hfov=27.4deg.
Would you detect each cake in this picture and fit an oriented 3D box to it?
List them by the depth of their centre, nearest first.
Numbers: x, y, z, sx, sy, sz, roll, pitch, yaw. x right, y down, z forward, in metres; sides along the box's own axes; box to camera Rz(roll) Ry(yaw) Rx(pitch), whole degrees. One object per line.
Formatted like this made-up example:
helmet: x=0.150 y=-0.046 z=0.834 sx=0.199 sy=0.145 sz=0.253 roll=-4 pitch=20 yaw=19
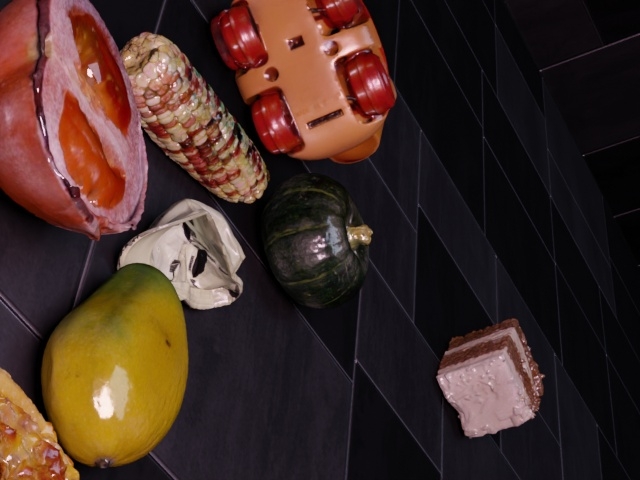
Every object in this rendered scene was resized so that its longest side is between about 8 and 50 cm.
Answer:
cake: x=0.266 y=0.216 z=2.029 sx=0.135 sy=0.134 sz=0.147 roll=65 pitch=16 yaw=-10

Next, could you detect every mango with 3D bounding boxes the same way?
mango: x=-0.169 y=0.109 z=1.152 sx=0.237 sy=0.091 sz=0.137 roll=-52 pitch=124 yaw=-65

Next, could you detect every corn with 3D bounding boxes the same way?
corn: x=-0.137 y=-0.123 z=1.421 sx=0.253 sy=0.086 sz=0.086 roll=49 pitch=31 yaw=-47

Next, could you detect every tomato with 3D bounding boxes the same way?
tomato: x=-0.235 y=-0.099 z=1.136 sx=0.199 sy=0.112 sz=0.228 roll=58 pitch=24 yaw=-48

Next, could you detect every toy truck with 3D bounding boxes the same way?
toy truck: x=-0.004 y=-0.222 z=1.694 sx=0.239 sy=0.189 sz=0.265 roll=-40 pitch=109 yaw=-78

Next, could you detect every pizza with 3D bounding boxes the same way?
pizza: x=-0.228 y=0.178 z=1.000 sx=0.246 sy=0.058 sz=0.127 roll=67 pitch=23 yaw=-4

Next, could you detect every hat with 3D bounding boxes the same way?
hat: x=-0.146 y=0.018 z=1.326 sx=0.166 sy=0.081 sz=0.122 roll=-16 pitch=127 yaw=-54

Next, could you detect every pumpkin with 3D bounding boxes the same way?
pumpkin: x=-0.003 y=0.000 z=1.581 sx=0.167 sy=0.125 sz=0.167 roll=53 pitch=11 yaw=-15
